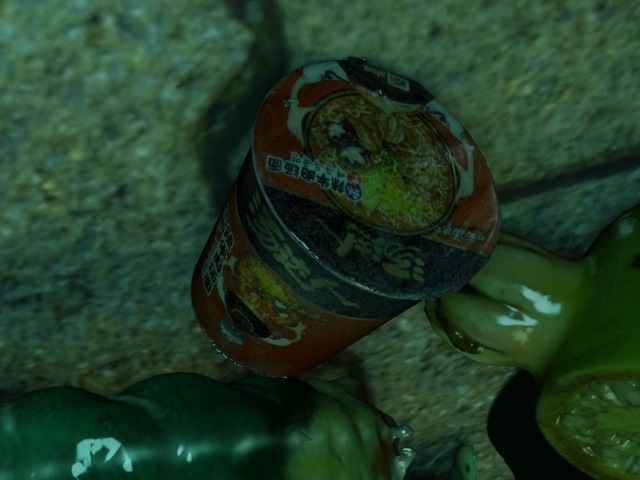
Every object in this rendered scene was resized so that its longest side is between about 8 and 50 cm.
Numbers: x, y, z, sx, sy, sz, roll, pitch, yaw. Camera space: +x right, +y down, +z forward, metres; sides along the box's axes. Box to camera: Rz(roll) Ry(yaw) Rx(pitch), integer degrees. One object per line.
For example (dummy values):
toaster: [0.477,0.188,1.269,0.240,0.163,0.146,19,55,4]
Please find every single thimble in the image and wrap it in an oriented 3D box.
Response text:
thimble: [-0.085,0.168,0.623,0.288,0.167,0.254,-1,167,-21]

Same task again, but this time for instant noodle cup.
instant noodle cup: [-0.001,0.001,0.535,0.127,0.127,0.135,6,149,-26]

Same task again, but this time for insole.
insole: [0.198,0.170,0.917,0.109,0.007,0.322,-16,145,5]

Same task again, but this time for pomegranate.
pomegranate: [0.200,0.053,0.650,0.241,0.159,0.190,-1,144,30]

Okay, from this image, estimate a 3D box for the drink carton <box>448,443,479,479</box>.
drink carton: [0.051,0.252,0.872,0.142,0.146,0.144,-2,143,-3]
